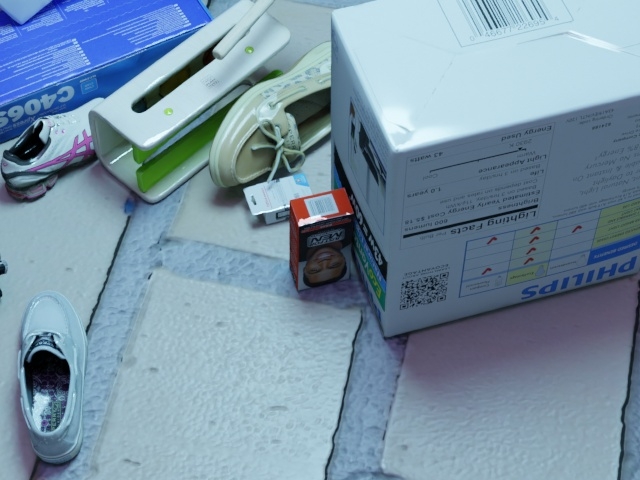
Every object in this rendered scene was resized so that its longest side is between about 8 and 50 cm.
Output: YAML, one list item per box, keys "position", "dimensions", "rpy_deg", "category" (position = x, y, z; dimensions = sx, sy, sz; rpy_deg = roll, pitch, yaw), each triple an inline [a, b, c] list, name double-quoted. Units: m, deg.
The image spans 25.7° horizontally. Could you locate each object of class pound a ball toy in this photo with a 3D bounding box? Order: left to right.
- position: [-0.156, -0.231, 1.827]
  dimensions: [0.136, 0.208, 0.319]
  rpy_deg: [38, 63, 22]
  category: "pound a ball toy"

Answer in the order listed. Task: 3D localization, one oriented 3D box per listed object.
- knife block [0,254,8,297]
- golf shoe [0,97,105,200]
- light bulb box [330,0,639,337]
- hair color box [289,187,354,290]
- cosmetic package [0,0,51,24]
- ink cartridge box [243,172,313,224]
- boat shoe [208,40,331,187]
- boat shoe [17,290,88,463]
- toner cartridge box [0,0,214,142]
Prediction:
- position: [-0.513, 0.089, 1.672]
  dimensions: [0.242, 0.088, 0.275]
  rpy_deg: [11, 55, 8]
  category: "knife block"
- position: [-0.338, -0.133, 1.831]
  dimensions: [0.067, 0.086, 0.186]
  rpy_deg: [33, 60, 22]
  category: "golf shoe"
- position: [0.208, -0.107, 1.655]
  dimensions: [0.358, 0.361, 0.225]
  rpy_deg: [-14, 55, -10]
  category: "light bulb box"
- position: [0.000, 0.000, 1.709]
  dimensions: [0.072, 0.141, 0.043]
  rpy_deg: [-13, 57, -10]
  category: "hair color box"
- position: [-0.357, -0.413, 1.887]
  dimensions: [0.231, 0.085, 0.117]
  rpy_deg: [-37, 58, 8]
  category: "cosmetic package"
- position: [-0.054, -0.052, 1.813]
  dimensions: [0.083, 0.028, 0.048]
  rpy_deg: [-14, 56, -11]
  category: "ink cartridge box"
- position: [-0.033, -0.164, 1.838]
  dimensions: [0.089, 0.104, 0.285]
  rpy_deg: [26, 57, 32]
  category: "boat shoe"
- position: [-0.313, 0.145, 1.640]
  dimensions: [0.079, 0.081, 0.227]
  rpy_deg: [-7, 56, -6]
  category: "boat shoe"
- position: [-0.332, -0.268, 1.930]
  dimensions: [0.348, 0.075, 0.165]
  rpy_deg: [-24, 59, -16]
  category: "toner cartridge box"
